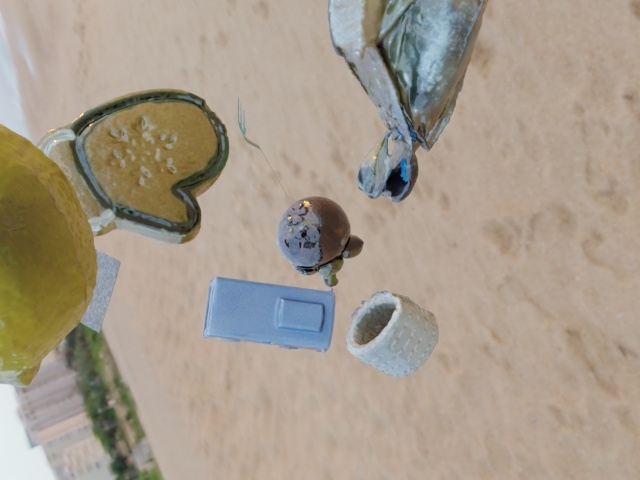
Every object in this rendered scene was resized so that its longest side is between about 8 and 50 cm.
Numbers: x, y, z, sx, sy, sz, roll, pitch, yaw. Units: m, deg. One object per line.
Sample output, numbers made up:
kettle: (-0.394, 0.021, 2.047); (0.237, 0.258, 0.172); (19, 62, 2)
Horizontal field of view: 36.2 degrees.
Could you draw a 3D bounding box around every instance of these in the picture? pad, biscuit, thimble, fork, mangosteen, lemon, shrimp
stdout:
pad: (-0.514, 0.082, 2.074); (0.235, 0.003, 0.158); (22, 96, 39)
biscuit: (-0.305, -0.120, 1.688); (0.287, 0.343, 0.057); (60, 157, 12)
thimble: (0.101, 0.135, 1.407); (0.090, 0.115, 0.102); (31, -160, -26)
fork: (-0.091, -0.127, 1.487); (0.235, 0.021, 0.039); (65, -176, -53)
mangosteen: (-0.002, -0.008, 2.087); (0.184, 0.172, 0.172); (26, -173, -27)
lemon: (-0.370, 0.005, 0.971); (0.322, 0.268, 0.268); (63, 169, -23)
shrimp: (0.110, -0.252, 1.312); (0.110, 0.221, 0.446); (-120, 31, -56)

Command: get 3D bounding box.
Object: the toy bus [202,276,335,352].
toy bus: (-0.086, 0.134, 1.749); (0.133, 0.234, 0.116); (139, 138, -76)
